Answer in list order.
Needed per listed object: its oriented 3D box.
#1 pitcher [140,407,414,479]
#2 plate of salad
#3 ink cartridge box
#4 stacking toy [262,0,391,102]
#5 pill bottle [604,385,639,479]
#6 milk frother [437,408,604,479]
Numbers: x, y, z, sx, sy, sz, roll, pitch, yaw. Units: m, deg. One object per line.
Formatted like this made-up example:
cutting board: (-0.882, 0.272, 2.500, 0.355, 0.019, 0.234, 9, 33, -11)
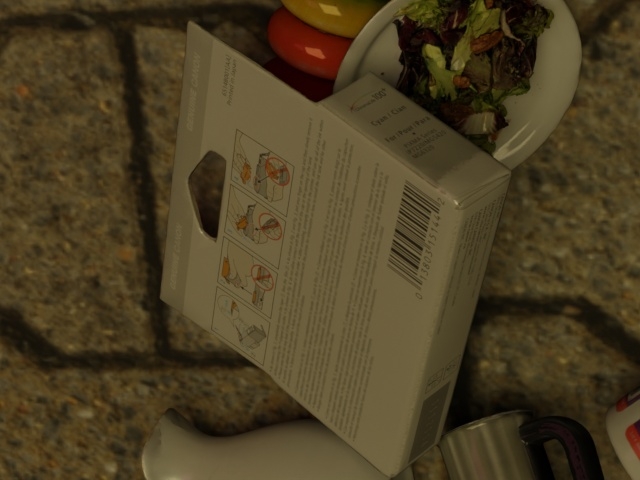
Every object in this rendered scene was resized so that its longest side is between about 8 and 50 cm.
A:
pitcher: (-0.028, 0.226, 1.453, 0.207, 0.125, 0.178, 4, 129, 21)
plate of salad: (0.106, -0.110, 1.303, 0.200, 0.048, 0.200, -10, 128, -13)
ink cartridge box: (0.000, 0.000, 1.327, 0.261, 0.066, 0.296, 37, 139, 25)
stacking toy: (0.026, -0.203, 1.302, 0.141, 0.141, 0.330, 21, 117, 5)
pill bottle: (0.324, 0.122, 1.341, 0.193, 0.108, 0.108, -38, 96, 20)
milk frother: (0.178, 0.209, 1.413, 0.129, 0.143, 0.134, -20, 72, 12)
